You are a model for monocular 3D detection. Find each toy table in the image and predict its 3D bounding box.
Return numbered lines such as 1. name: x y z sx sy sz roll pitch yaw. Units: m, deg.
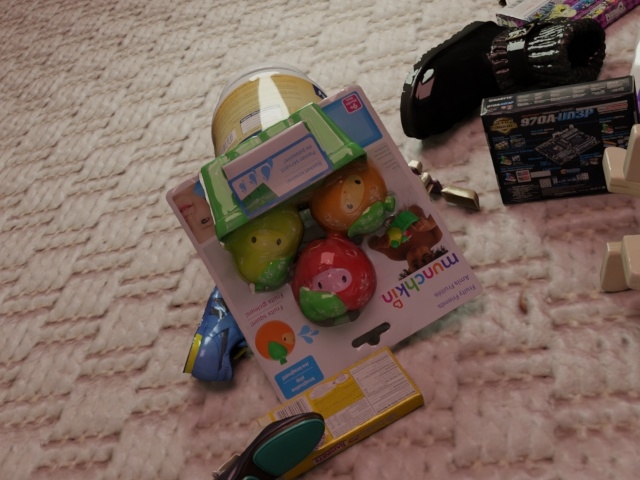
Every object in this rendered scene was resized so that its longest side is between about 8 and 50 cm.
1. toy table: 0.450 -0.030 1.111 0.160 0.252 0.274 2 30 6

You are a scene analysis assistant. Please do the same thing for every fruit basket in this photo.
1. fruit basket: 0.000 0.000 1.242 0.327 0.165 0.353 -30 77 0

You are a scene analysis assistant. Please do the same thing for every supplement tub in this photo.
1. supplement tub: -0.070 -0.155 1.529 0.228 0.228 0.316 -21 37 3

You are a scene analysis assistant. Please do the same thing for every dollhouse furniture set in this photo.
1. dollhouse furniture set: 0.185 -0.063 1.417 0.114 0.091 0.081 18 68 38

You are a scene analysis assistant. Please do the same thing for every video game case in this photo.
1. video game case: 0.505 -0.474 1.774 0.232 0.042 0.210 -36 38 -16

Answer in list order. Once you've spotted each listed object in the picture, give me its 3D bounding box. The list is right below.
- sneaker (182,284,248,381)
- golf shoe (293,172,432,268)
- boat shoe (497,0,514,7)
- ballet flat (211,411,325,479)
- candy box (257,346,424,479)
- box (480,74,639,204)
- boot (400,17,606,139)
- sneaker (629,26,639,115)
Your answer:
1. sneaker: -0.148 0.141 1.356 0.082 0.069 0.209 15 32 -4
2. golf shoe: 0.031 -0.030 1.387 0.306 0.115 0.140 -5 77 14
3. boat shoe: 0.392 -0.514 1.892 0.035 0.035 0.100 -20 43 0
4. ballet flat: -0.082 0.276 1.108 0.203 0.074 0.074 -47 39 -1
5. candy box: 0.025 0.226 1.177 0.205 0.027 0.105 -28 40 -6
6. box: 0.365 -0.145 1.332 0.220 0.175 0.051 -7 39 22
7. boot: 0.322 -0.291 1.571 0.260 0.131 0.348 15 51 40
8. sneaker: 0.610 -0.262 1.366 0.236 0.130 0.323 -1 46 38
